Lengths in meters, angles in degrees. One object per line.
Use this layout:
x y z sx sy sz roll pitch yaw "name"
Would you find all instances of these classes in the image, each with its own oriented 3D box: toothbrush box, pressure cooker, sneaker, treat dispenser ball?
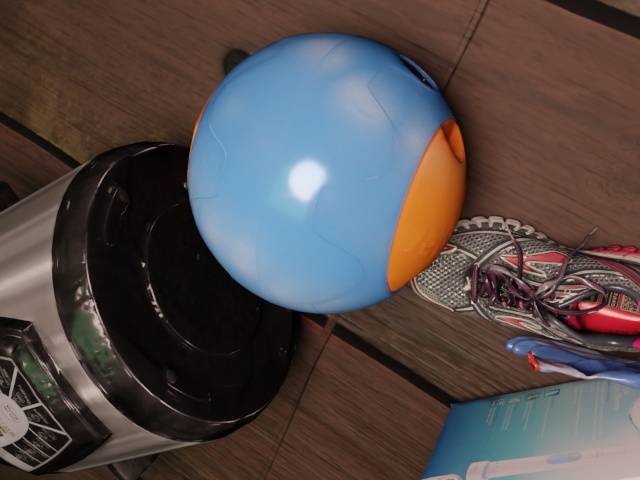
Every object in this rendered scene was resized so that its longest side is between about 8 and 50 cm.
0.272 0.250 0.779 0.295 0.216 0.126 -19 99 25 "toothbrush box"
-0.285 0.108 0.950 0.420 0.375 0.370 -20 60 33 "pressure cooker"
0.234 0.047 0.798 0.299 0.112 0.121 5 111 27 "sneaker"
0.006 -0.069 0.770 0.288 0.288 0.288 10 113 25 "treat dispenser ball"

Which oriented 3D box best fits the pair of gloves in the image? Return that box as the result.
0.282 0.124 0.769 0.159 0.198 0.023 7 91 5 "pair of gloves"
